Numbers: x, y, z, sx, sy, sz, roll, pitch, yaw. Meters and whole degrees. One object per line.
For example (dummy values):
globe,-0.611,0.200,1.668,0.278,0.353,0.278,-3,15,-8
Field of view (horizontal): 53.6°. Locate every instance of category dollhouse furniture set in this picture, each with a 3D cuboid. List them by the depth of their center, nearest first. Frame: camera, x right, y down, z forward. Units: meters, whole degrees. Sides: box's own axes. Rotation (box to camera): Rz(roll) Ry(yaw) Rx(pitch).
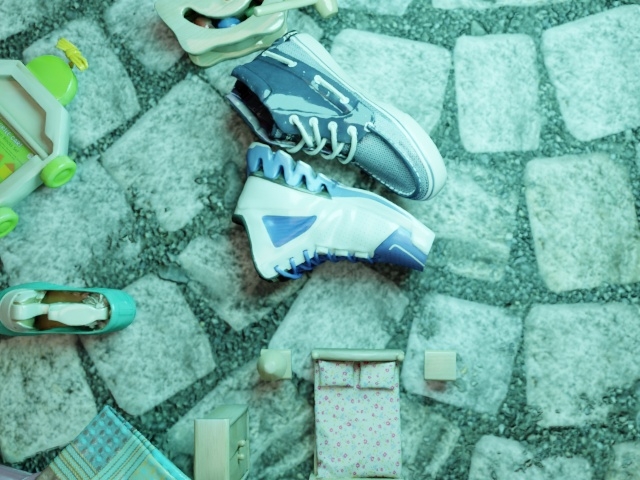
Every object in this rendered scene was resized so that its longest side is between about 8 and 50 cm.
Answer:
dollhouse furniture set,0.019,0.306,0.868,0.355,0.174,0.304,-1,84,3

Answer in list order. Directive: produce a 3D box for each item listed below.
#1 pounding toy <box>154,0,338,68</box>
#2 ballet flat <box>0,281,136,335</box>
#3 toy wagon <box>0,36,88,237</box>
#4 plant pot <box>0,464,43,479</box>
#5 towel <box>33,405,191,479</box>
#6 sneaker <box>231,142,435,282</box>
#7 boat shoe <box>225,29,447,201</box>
pounding toy,-0.120,-0.380,0.959,0.269,0.155,0.154,-17,88,1
ballet flat,-0.408,0.103,0.956,0.247,0.087,0.083,-1,84,3
toy wagon,-0.502,-0.177,0.994,0.344,0.068,0.267,-44,84,-10
plant pot,-0.457,0.402,0.884,0.180,0.201,0.202,19,85,20
towel,-0.222,0.404,0.724,0.370,0.040,0.271,36,69,20
sneaker,-0.001,-0.001,0.938,0.315,0.127,0.182,26,89,12
boat shoe,0.013,-0.154,0.919,0.340,0.127,0.158,43,56,14
